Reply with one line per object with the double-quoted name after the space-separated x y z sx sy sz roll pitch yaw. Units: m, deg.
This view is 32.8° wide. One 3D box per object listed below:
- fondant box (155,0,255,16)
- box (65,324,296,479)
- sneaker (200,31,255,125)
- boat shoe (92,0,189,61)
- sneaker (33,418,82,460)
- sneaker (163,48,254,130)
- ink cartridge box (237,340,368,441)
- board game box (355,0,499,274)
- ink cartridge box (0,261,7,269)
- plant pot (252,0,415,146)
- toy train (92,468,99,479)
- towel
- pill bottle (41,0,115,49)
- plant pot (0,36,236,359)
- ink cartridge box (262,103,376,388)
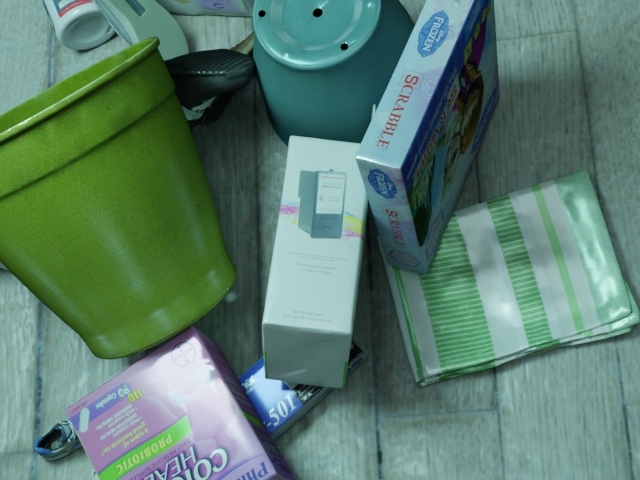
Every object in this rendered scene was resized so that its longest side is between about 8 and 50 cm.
-0.204 -0.542 1.808 0.238 0.096 0.331 5 75 14 "fondant box"
-0.191 0.281 1.489 0.213 0.117 0.243 -33 68 1 "box"
-0.153 -0.274 1.729 0.071 0.066 0.188 36 83 20 "sneaker"
-0.295 -0.357 1.740 0.079 0.227 0.081 -45 28 -13 "boat shoe"
-0.361 0.283 1.605 0.135 0.058 0.052 -31 69 1 "sneaker"
-0.219 -0.205 1.661 0.330 0.122 0.146 -2 111 39 "sneaker"
-0.041 0.200 1.569 0.207 0.046 0.097 -42 69 -3 "ink cartridge box"
0.157 -0.159 1.472 0.065 0.318 0.319 18 70 19 "board game box"
-0.532 -0.067 1.718 0.282 0.117 0.207 1 73 12 "ink cartridge box"
0.020 -0.279 1.593 0.271 0.255 0.272 -3 73 10 "plant pot"
-0.240 0.354 1.566 0.166 0.046 0.125 -13 68 6 "toy train"
0.261 0.054 1.554 0.324 0.038 0.248 -17 70 7 "towel"
-0.413 -0.418 1.807 0.108 0.108 0.180 -27 70 3 "pill bottle"
-0.300 -0.039 1.517 0.366 0.366 0.353 -28 107 3 "plant pot"
0.000 0.000 1.502 0.119 0.207 0.354 7 62 2 "ink cartridge box"
